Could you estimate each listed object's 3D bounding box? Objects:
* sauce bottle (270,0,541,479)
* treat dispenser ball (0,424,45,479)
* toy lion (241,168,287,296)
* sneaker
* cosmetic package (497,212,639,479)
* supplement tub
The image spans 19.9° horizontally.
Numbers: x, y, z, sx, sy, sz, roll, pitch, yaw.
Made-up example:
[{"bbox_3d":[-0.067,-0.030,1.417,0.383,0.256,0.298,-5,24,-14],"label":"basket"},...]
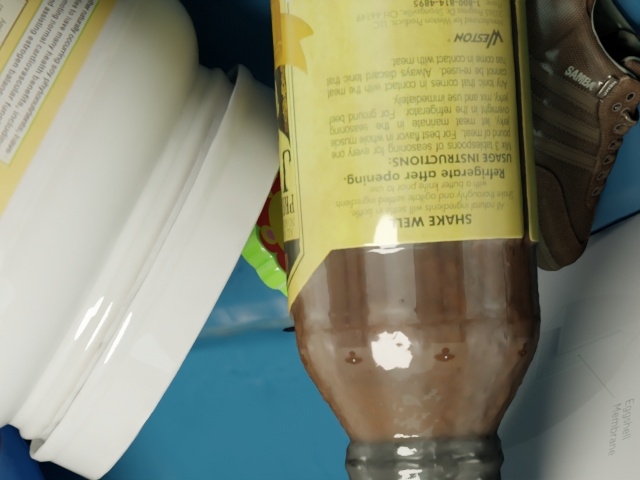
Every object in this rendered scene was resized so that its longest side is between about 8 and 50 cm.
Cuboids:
[{"bbox_3d":[0.037,-0.010,0.767,0.111,0.111,0.344,-4,86,17],"label":"sauce bottle"},{"bbox_3d":[-0.290,0.193,1.028,0.288,0.288,0.288,7,130,9],"label":"treat dispenser ball"},{"bbox_3d":[0.000,0.000,0.921,0.034,0.100,0.096,-36,97,36],"label":"toy lion"},{"bbox_3d":[0.124,-0.062,0.855,0.071,0.066,0.188,-1,129,14],"label":"sneaker"},{"bbox_3d":[0.167,0.103,0.876,0.225,0.224,0.138,-27,118,32],"label":"cosmetic package"},{"bbox_3d":[-0.204,-0.054,0.831,0.331,0.241,0.241,28,130,-9],"label":"supplement tub"}]
